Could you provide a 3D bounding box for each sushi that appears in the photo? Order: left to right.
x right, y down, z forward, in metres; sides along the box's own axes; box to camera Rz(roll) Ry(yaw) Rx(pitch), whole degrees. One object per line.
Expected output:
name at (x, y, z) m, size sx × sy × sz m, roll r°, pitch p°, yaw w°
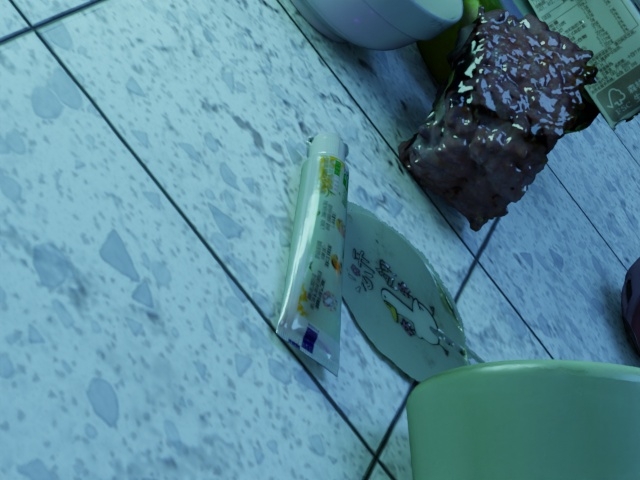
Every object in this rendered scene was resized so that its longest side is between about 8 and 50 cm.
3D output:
sushi at (0.211, -0.155, 1.612) m, size 0.171 × 0.236 × 0.270 m, roll 31°, pitch 59°, yaw -6°

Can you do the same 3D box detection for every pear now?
pear at (0.260, -0.300, 1.904) m, size 0.399 × 0.165 × 0.399 m, roll 41°, pitch 29°, yaw -30°

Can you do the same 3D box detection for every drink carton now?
drink carton at (0.406, -0.333, 1.853) m, size 0.324 × 0.132 × 0.194 m, roll 57°, pitch 26°, yaw 4°

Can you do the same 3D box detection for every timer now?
timer at (0.207, 0.292, 1.102) m, size 0.291 × 0.291 × 0.315 m, roll 28°, pitch 61°, yaw -42°

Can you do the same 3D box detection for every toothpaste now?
toothpaste at (0.000, 0.000, 1.272) m, size 0.314 × 0.058 × 0.056 m, roll -84°, pitch 176°, yaw -48°

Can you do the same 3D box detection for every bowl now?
bowl at (0.041, -0.361, 1.642) m, size 0.287 × 0.144 × 0.287 m, roll 39°, pitch 31°, yaw -30°

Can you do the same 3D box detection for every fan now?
fan at (0.144, 0.112, 1.415) m, size 0.415 × 0.012 × 0.233 m, roll 40°, pitch 31°, yaw -22°

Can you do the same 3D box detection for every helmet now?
helmet at (0.524, 0.114, 1.891) m, size 0.198 × 0.154 × 0.253 m, roll 59°, pitch 38°, yaw -39°
